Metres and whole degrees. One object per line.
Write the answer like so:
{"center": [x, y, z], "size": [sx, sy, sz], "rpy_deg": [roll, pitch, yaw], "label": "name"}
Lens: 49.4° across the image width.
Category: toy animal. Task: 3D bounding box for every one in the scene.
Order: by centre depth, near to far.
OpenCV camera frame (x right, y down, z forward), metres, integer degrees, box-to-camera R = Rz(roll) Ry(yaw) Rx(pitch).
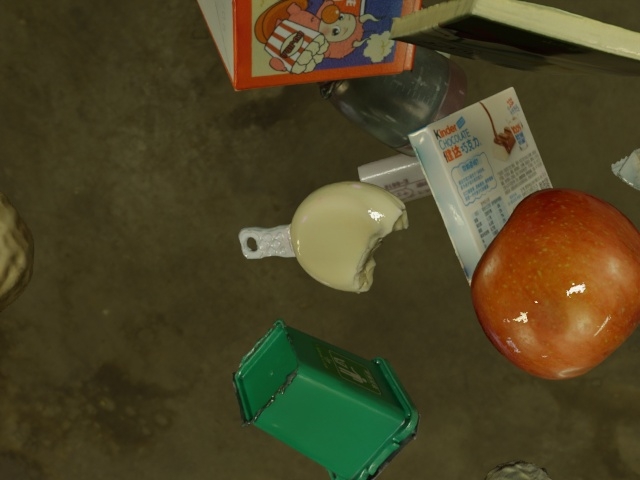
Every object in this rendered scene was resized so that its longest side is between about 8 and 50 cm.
{"center": [0.207, 0.299, 0.722], "size": [0.098, 0.098, 0.137], "rpy_deg": [15, 80, 16], "label": "toy animal"}

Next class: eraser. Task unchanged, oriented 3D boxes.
{"center": [0.255, -0.179, 1.938], "size": [0.270, 0.094, 0.174], "rpy_deg": [-17, 149, 10], "label": "eraser"}

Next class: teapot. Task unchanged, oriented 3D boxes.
{"center": [0.147, -0.386, 1.525], "size": [0.312, 0.233, 0.314], "rpy_deg": [23, 86, -27], "label": "teapot"}

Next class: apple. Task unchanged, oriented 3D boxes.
{"center": [0.203, 0.034, 0.600], "size": [0.139, 0.163, 0.163], "rpy_deg": [47, 125, 13], "label": "apple"}

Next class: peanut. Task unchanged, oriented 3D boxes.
{"center": [-0.359, 0.047, 0.698], "size": [0.124, 0.256, 0.123], "rpy_deg": [-3, 143, -2], "label": "peanut"}

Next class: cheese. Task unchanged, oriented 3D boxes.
{"center": [-0.005, -0.019, 0.994], "size": [0.249, 0.071, 0.163], "rpy_deg": [17, 116, 20], "label": "cheese"}

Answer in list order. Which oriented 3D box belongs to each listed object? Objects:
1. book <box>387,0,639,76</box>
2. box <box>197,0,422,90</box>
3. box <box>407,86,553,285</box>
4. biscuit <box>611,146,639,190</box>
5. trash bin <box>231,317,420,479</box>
{"center": [0.186, -0.183, 0.644], "size": [0.201, 0.289, 0.026], "rpy_deg": [11, 101, -8], "label": "book"}
{"center": [-0.027, -0.432, 0.911], "size": [0.257, 0.318, 0.348], "rpy_deg": [-11, 134, -16], "label": "box"}
{"center": [0.279, -0.092, 1.121], "size": [0.048, 0.273, 0.264], "rpy_deg": [-16, 99, 48], "label": "box"}
{"center": [0.550, -0.123, 0.909], "size": [0.186, 0.309, 0.079], "rpy_deg": [-15, 87, -12], "label": "biscuit"}
{"center": [-0.002, 0.381, 1.602], "size": [0.381, 0.259, 0.295], "rpy_deg": [34, 103, -28], "label": "trash bin"}
